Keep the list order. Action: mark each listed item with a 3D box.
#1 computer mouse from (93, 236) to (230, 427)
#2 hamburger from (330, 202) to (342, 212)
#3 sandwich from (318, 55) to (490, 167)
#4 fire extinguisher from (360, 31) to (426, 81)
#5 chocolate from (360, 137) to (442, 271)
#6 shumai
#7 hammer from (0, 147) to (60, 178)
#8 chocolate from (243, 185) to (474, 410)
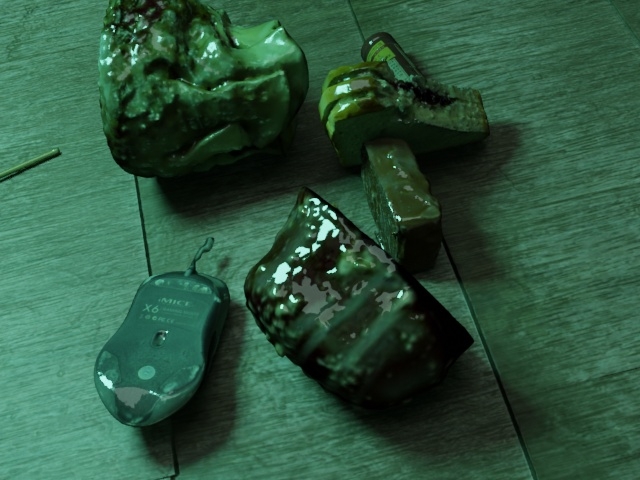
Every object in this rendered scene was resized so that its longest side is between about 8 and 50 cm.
[{"bbox_3d":[-0.227,0.141,1.475,0.167,0.090,0.379,11,47,9],"label":"computer mouse"},{"bbox_3d":[-0.001,0.000,1.550,0.087,0.102,0.176,23,56,9],"label":"hamburger"},{"bbox_3d":[0.145,-0.219,1.603,0.288,0.254,0.099,-10,70,3],"label":"sandwich"},{"bbox_3d":[0.176,-0.302,1.787,0.106,0.075,0.252,-23,51,-11],"label":"fire extinguisher"},{"bbox_3d":[0.133,-0.064,1.557,0.093,0.148,0.214,-10,53,-8],"label":"chocolate"},{"bbox_3d":[-0.187,-0.284,1.643,0.348,0.395,0.395,2,51,11],"label":"shumai"},{"bbox_3d":[-0.589,-0.136,1.789,0.195,0.028,0.060,-26,46,-18],"label":"hammer"},{"bbox_3d":[0.031,0.109,1.375,0.340,0.225,0.210,43,83,13],"label":"chocolate"}]
